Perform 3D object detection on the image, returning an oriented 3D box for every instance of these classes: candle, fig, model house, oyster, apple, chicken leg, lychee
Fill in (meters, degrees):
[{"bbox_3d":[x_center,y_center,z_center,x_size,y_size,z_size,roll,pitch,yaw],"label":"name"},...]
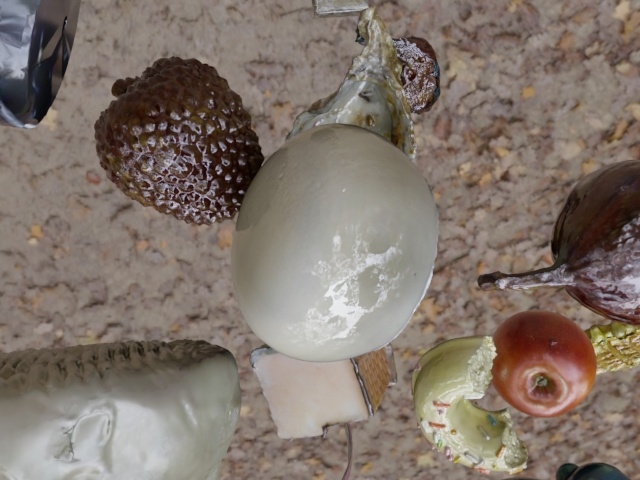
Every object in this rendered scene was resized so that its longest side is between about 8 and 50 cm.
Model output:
[{"bbox_3d":[-0.420,-0.238,0.752,0.342,0.221,0.221,10,132,-5],"label":"candle"},{"bbox_3d":[0.272,0.003,0.690,0.202,0.148,0.149,-2,115,-46],"label":"fig"},{"bbox_3d":[0.017,0.202,1.248,0.183,0.172,0.166,-11,104,27],"label":"model house"},{"bbox_3d":[0.062,-0.158,1.247,0.204,0.111,0.396,34,127,1],"label":"oyster"},{"bbox_3d":[0.336,0.189,1.184,0.163,0.139,0.163,5,120,9],"label":"apple"},{"bbox_3d":[0.143,-0.297,1.308,0.106,0.051,0.253,-30,143,15],"label":"chicken leg"},{"bbox_3d":[-0.209,-0.147,1.174,0.271,0.236,0.236,39,119,-7],"label":"lychee"}]

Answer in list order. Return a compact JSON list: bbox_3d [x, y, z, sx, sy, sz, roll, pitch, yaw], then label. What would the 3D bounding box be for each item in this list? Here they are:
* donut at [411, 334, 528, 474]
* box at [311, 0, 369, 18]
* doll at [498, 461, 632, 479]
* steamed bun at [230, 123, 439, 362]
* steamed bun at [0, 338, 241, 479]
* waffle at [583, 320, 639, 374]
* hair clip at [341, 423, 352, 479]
[{"bbox_3d":[0.148,0.180,0.822,0.108,0.065,0.166,-11,116,24],"label":"donut"},{"bbox_3d":[0.033,-0.418,1.340,0.098,0.045,0.062,-4,92,-8],"label":"box"},{"bbox_3d":[0.283,0.385,0.977,0.322,0.186,0.198,-14,130,-29],"label":"doll"},{"bbox_3d":[0.000,0.000,1.049,0.206,0.324,0.324,14,129,-29],"label":"steamed bun"},{"bbox_3d":[-0.248,0.221,0.800,0.324,0.219,0.309,-8,-178,-44],"label":"steamed bun"},{"bbox_3d":[0.595,0.204,1.522,0.291,0.051,0.291,-8,153,-4],"label":"waffle"},{"bbox_3d":[0.045,0.388,1.375,0.022,0.137,0.054,7,139,6],"label":"hair clip"}]
